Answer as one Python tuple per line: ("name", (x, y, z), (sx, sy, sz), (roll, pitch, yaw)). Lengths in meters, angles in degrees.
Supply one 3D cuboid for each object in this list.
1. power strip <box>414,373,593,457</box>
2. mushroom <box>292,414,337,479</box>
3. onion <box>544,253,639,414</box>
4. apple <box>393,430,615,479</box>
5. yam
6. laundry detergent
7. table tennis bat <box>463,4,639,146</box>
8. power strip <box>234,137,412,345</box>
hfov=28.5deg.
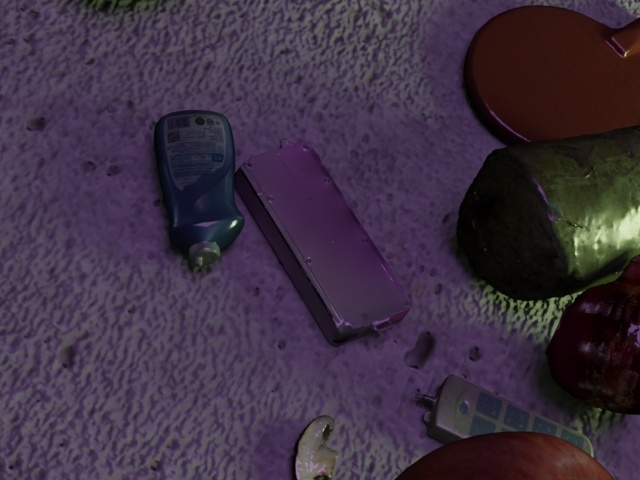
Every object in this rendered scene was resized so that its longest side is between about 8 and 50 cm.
("power strip", (0.212, 0.221, 1.441), (0.227, 0.029, 0.080), (25, 52, -3))
("mushroom", (-0.007, 0.234, 1.356), (0.049, 0.019, 0.101), (21, 54, -5))
("onion", (0.337, 0.102, 1.478), (0.135, 0.173, 0.198), (9, 67, 8))
("apple", (0.165, 0.361, 1.195), (0.344, 0.269, 0.345), (23, 49, -30))
("yam", (0.329, -0.037, 1.568), (0.300, 0.195, 0.195), (-11, 62, -28))
("laundry detergent", (-0.142, -0.057, 1.480), (0.096, 0.061, 0.206), (4, 56, -21))
("table tennis bat", (0.379, -0.249, 1.821), (0.414, 0.051, 0.268), (-30, 72, -33))
("power strip", (0.000, 0.000, 1.509), (0.109, 0.037, 0.279), (-19, 66, -30))
